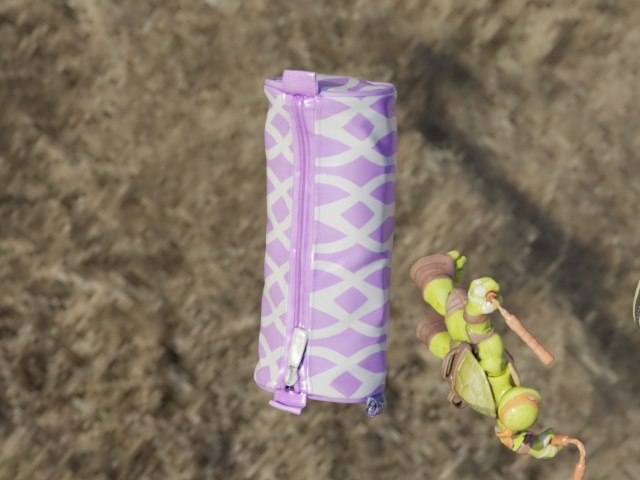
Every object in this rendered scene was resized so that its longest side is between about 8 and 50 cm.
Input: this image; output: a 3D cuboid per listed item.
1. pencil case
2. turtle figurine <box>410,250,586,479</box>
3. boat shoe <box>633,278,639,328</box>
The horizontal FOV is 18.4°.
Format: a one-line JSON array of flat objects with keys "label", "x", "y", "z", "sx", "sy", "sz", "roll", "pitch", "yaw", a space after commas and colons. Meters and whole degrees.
[{"label": "pencil case", "x": 0.000, "y": 0.000, "z": 1.184, "sx": 0.088, "sy": 0.086, "sz": 0.206, "roll": -9, "pitch": 103, "yaw": -56}, {"label": "turtle figurine", "x": 0.151, "y": 0.121, "z": 1.804, "sx": 0.269, "sy": 0.087, "sz": 0.217, "roll": 64, "pitch": -5, "yaw": -37}, {"label": "boat shoe", "x": 0.329, "y": 0.031, "z": 1.800, "sx": 0.056, "sy": 0.152, "sz": 0.049, "roll": 26, "pitch": 31, "yaw": 0}]
